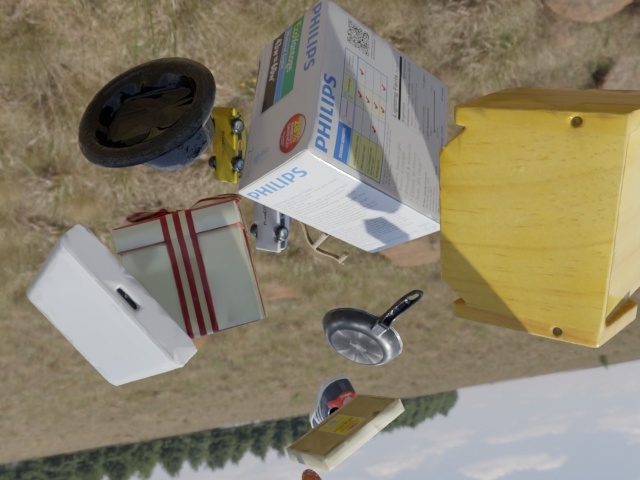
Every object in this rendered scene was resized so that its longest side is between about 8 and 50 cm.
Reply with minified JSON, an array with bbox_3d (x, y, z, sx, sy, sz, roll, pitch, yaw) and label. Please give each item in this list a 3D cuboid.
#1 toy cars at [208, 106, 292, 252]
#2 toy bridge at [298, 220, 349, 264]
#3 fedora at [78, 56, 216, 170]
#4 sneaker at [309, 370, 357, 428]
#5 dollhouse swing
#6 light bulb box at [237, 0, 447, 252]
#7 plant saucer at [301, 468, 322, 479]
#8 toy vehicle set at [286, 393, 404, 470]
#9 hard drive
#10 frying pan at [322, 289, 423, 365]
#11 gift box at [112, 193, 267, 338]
[{"bbox_3d":[-0.163,-0.157,1.560,0.087,0.394,0.176,-17,160,-50],"label":"toy cars"},{"bbox_3d":[0.000,0.000,1.808,0.063,0.188,0.026,-47,174,27],"label":"toy bridge"},{"bbox_3d":[-0.357,-0.248,1.389,0.334,0.334,0.152,-15,145,14],"label":"fedora"},{"bbox_3d":[0.051,0.576,2.033,0.131,0.148,0.350,-17,141,-18],"label":"sneaker"},{"bbox_3d":[0.388,-0.074,0.982,0.315,0.347,0.305,10,-149,29],"label":"dollhouse swing"},{"bbox_3d":[0.059,-0.213,1.272,0.361,0.358,0.225,24,149,-34],"label":"light bulb box"},{"bbox_3d":[-0.017,0.592,1.521,0.013,0.083,0.083,-39,155,17],"label":"plant saucer"},{"bbox_3d":[0.062,0.472,1.576,0.267,0.035,0.166,-27,-171,-35],"label":"toy vehicle set"},{"bbox_3d":[-0.295,0.103,0.849,0.040,0.203,0.307,-46,-169,-34],"label":"hard drive"},{"bbox_3d":[0.138,0.215,1.423,0.326,0.053,0.197,-16,125,42],"label":"frying pan"},{"bbox_3d":[-0.250,0.057,1.225,0.255,0.258,0.276,-14,177,-9],"label":"gift box"}]
